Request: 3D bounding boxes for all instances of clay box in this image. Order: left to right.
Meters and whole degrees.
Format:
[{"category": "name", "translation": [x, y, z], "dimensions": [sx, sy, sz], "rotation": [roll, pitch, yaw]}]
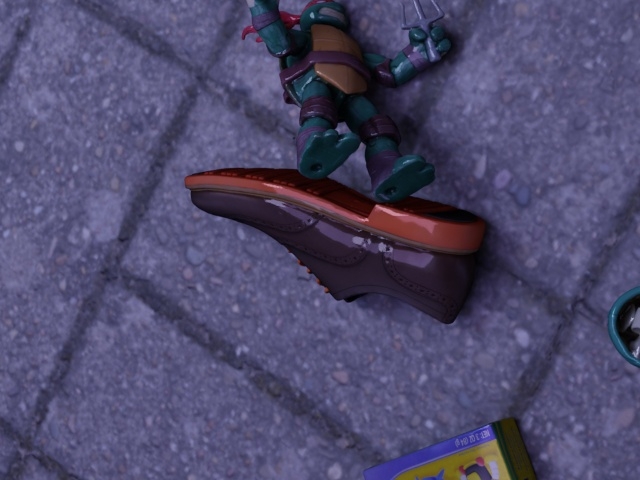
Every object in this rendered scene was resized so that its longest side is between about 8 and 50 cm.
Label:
[{"category": "clay box", "translation": [0.132, 0.268, 1.338], "dimensions": [0.127, 0.053, 0.222], "rotation": [-25, 79, 27]}]

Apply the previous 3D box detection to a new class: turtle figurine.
[{"category": "turtle figurine", "translation": [0.018, -0.145, 1.353], "dimensions": [0.118, 0.175, 0.234], "rotation": [114, 152, -49]}]

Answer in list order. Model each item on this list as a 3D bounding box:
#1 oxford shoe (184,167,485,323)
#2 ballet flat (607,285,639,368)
[{"category": "oxford shoe", "translation": [0.000, 0.000, 1.381], "dimensions": [0.271, 0.097, 0.098], "rotation": [16, 104, 27]}, {"category": "ballet flat", "translation": [0.315, 0.086, 1.198], "dimensions": [0.247, 0.087, 0.083], "rotation": [14, 90, 35]}]
